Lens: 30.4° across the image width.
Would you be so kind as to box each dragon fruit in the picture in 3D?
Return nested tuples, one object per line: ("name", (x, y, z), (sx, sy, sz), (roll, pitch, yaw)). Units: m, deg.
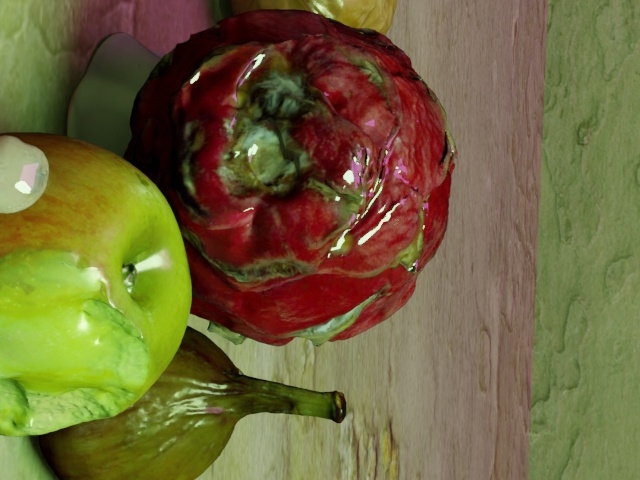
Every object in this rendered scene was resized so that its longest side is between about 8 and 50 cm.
("dragon fruit", (-0.029, -0.059, 1.076), (0.329, 0.329, 0.329), (3, 90, -66))

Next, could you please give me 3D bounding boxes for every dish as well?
("dish", (-0.164, -0.100, 1.217), (0.229, 0.081, 0.229), (3, 90, -65))

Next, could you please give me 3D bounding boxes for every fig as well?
("fig", (-0.121, 0.156, 1.128), (0.190, 0.290, 0.190), (-7, 90, -90))

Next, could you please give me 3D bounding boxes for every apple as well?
("apple", (-0.222, 0.040, 0.921), (0.246, 0.226, 0.246), (2, 90, -73))

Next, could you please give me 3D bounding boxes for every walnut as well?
("walnut", (-0.005, -0.293, 1.413), (0.222, 0.195, 0.195), (41, 55, -60))

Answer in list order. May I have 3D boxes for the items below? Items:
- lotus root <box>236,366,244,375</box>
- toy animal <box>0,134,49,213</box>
("lotus root", (-0.112, 0.178, 1.401), (0.099, 0.049, 0.054), (55, 35, -53))
("toy animal", (-0.319, -0.070, 0.728), (0.229, 0.210, 0.221), (62, 10, 15))
